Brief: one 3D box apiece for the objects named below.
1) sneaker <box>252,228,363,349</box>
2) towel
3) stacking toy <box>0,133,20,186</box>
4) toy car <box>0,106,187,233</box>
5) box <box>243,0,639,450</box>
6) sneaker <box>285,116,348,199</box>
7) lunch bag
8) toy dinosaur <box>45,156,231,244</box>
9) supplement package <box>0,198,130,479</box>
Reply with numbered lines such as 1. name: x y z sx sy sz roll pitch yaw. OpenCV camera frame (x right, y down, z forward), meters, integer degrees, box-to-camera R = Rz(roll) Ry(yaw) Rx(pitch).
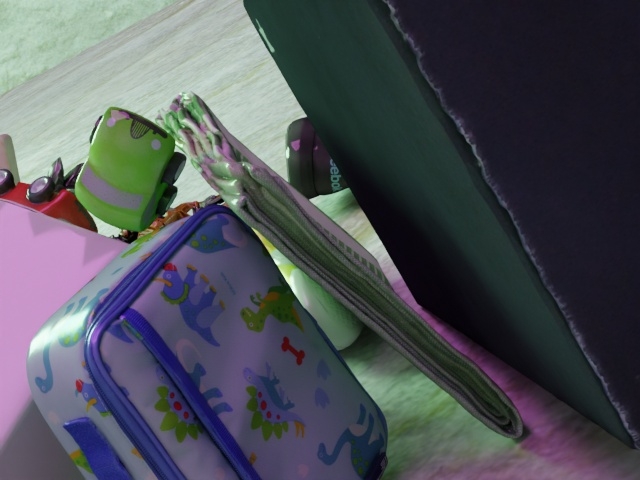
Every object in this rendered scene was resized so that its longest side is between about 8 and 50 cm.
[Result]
1. sneaker: -0.047 0.064 1.064 0.126 0.091 0.240 -49 21 3
2. towel: 0.000 0.000 0.894 0.038 0.248 0.325 -48 20 1
3. stacking toy: -0.281 0.077 1.067 0.309 0.280 0.130 -28 5 7
4. toy car: -0.141 -0.010 0.872 0.053 0.239 0.225 -61 -3 -29
5. box: 0.233 -0.167 0.776 0.471 0.297 0.480 -30 8 -3
6. sneaker: 0.035 -0.112 1.347 0.106 0.101 0.267 -2 27 11
7. lunch bag: -0.061 0.105 0.765 0.090 0.219 0.176 -20 18 39
8. toy dinosaur: -0.217 0.032 1.263 0.321 0.164 0.218 -16 31 -23
9. supplement package: -0.246 0.135 0.832 0.177 0.175 0.293 18 60 19
